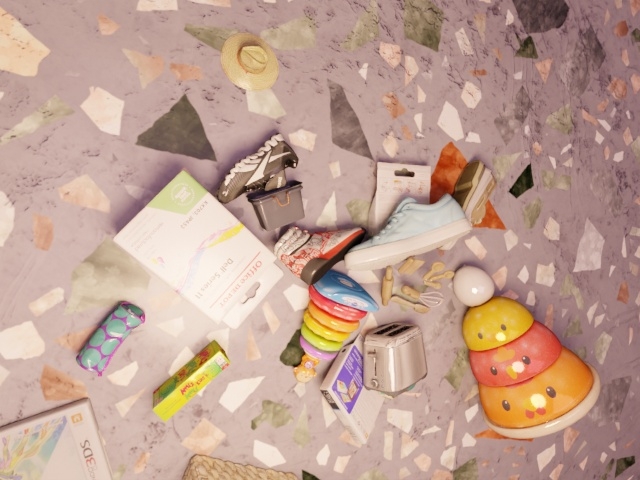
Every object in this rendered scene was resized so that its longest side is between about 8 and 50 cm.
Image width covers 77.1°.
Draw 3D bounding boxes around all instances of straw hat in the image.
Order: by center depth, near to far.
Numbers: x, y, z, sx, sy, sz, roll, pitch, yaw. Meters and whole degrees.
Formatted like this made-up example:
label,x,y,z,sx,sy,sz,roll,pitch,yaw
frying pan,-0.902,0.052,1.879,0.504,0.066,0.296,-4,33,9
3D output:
label,x,y,z,sx,sy,sz,roll,pitch,yaw
straw hat,-0.159,-0.432,0.950,0.144,0.061,0.145,-2,95,-22

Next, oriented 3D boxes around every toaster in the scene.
label,x,y,z,sx,sy,sz,roll,pitch,yaw
toaster,0.210,0.317,1.106,0.226,0.129,0.147,-8,94,-45

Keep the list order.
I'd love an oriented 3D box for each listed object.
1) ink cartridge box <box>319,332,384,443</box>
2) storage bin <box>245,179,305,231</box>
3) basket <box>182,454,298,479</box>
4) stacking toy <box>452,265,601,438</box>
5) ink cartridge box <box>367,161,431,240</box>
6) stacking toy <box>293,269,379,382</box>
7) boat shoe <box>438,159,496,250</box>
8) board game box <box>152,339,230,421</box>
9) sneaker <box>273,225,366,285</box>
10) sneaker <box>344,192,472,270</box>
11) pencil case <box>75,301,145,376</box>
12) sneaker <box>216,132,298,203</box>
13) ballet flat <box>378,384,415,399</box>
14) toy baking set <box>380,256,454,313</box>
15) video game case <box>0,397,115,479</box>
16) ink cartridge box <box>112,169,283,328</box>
label,x,y,z,sx,sy,sz,roll,pitch,yaw
ink cartridge box,0.104,0.401,1.106,0.206,0.045,0.208,59,42,-16
storage bin,-0.100,-0.083,0.987,0.135,0.098,0.091,-23,112,-19
basket,-0.171,0.698,0.889,0.328,0.331,0.267,24,79,-22
stacking toy,0.541,0.294,1.209,0.350,0.350,0.480,-31,86,-18
ink cartridge box,0.224,-0.100,1.140,0.180,0.056,0.225,0,91,-22
stacking toy,0.005,0.240,1.036,0.175,0.166,0.302,21,100,-21
boat shoe,0.437,-0.091,1.193,0.103,0.113,0.302,34,80,-15
board game box,-0.299,0.318,0.928,0.181,0.092,0.043,-41,106,-15
sneaker,0.000,-0.001,1.027,0.145,0.090,0.270,36,41,19
sneaker,0.213,-0.028,1.061,0.365,0.135,0.150,-17,73,-18
pencil case,-0.452,0.211,0.872,0.070,0.064,0.152,36,80,5
sneaker,-0.136,-0.153,0.939,0.106,0.078,0.234,41,63,4
ballet flat,0.221,0.417,1.164,0.168,0.052,0.057,8,69,-53
toy baking set,0.264,0.140,1.120,0.196,0.030,0.256,0,135,-3
video game case,-0.623,0.530,0.838,0.328,0.036,0.300,-15,99,-21
ink cartridge box,-0.249,0.040,0.914,0.353,0.119,0.207,45,76,-19
